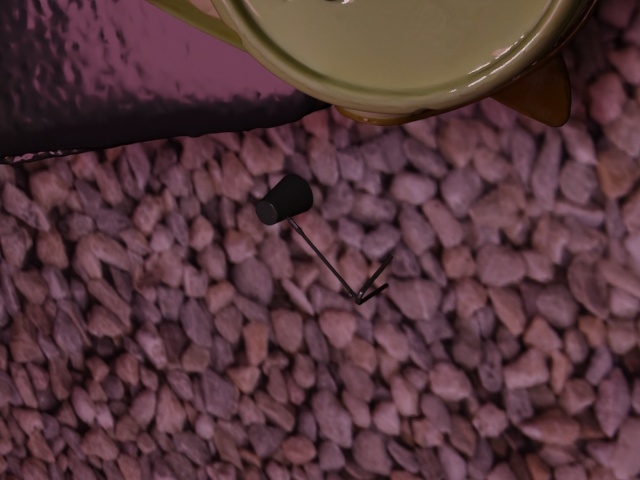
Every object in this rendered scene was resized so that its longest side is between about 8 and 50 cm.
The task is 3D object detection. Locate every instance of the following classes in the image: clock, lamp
[{"bbox_3d":[0.043,-0.209,1.092,0.348,0.117,0.286,31,113,-6],"label":"clock"},{"bbox_3d":[-0.001,-0.001,1.361,0.121,0.054,0.041,38,132,18],"label":"lamp"}]

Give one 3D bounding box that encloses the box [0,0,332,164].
[{"bbox_3d":[-0.159,-0.237,1.269,0.359,0.091,0.350,-6,101,27],"label":"box"}]
